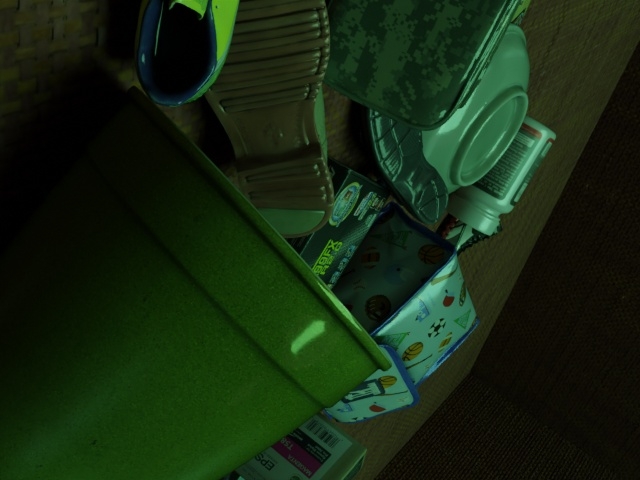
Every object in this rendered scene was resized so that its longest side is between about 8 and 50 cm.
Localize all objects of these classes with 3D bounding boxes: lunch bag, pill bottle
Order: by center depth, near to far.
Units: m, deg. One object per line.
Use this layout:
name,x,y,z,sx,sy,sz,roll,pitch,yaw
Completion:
lunch bag,0.147,-0.318,0.940,0.305,0.213,0.256,-64,177,22
lunch bag,0.117,0.181,1.470,0.385,0.239,0.327,-43,142,-10
pill bottle,0.421,-0.167,1.737,0.283,0.161,0.161,-61,157,11

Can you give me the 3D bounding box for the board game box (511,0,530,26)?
board game box,0.332,-0.410,1.384,0.165,0.042,0.243,-27,144,-49

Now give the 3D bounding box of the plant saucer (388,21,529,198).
plant saucer,0.294,-0.216,1.394,0.400,0.100,0.400,-39,154,-23

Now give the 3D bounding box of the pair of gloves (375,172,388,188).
pair of gloves,0.171,-0.161,1.424,0.198,0.023,0.159,-22,139,-55

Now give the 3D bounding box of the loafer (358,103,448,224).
loafer,0.122,-0.143,1.227,0.109,0.095,0.302,-48,132,-16

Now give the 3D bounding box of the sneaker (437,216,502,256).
sneaker,0.400,-0.030,1.917,0.276,0.135,0.098,-57,160,4

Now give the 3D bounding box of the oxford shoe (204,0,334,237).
oxford shoe,-0.062,-0.192,0.822,0.146,0.141,0.396,-96,-177,-49

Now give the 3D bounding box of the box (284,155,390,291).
box,0.000,0.000,1.244,0.270,0.060,0.216,-59,158,7

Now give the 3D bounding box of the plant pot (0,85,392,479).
plant pot,-0.184,0.108,0.704,0.353,0.366,0.366,-43,156,-4

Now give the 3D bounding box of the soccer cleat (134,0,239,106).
soccer cleat,-0.098,-0.248,0.616,0.121,0.094,0.289,-92,-162,-58

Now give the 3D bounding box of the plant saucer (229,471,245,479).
plant saucer,-0.156,0.556,1.700,0.317,0.044,0.317,-45,155,-28

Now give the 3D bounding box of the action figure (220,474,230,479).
action figure,-0.199,0.423,1.375,0.185,0.099,0.284,-14,130,-49

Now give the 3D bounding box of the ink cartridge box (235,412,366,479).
ink cartridge box,-0.054,0.446,1.508,0.193,0.235,0.088,-39,151,-38
